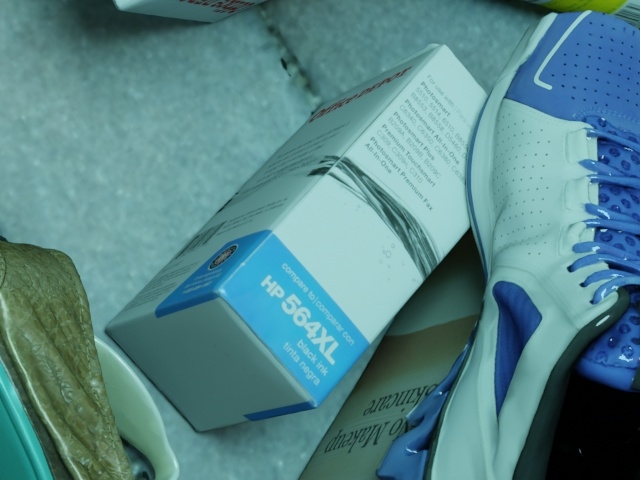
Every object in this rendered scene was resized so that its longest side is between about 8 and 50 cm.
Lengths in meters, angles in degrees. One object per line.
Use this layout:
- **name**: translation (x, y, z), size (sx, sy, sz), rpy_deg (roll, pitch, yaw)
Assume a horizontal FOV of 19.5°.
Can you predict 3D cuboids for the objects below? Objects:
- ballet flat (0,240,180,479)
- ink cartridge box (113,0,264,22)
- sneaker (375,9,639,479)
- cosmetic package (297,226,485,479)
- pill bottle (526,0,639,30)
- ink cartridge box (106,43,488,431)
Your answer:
- **ballet flat**: translation (-0.114, 0.154, 0.965), size (0.124, 0.116, 0.342), rpy_deg (-16, 83, -48)
- **ink cartridge box**: translation (0.021, -0.217, 0.975), size (0.278, 0.201, 0.117), rpy_deg (-21, 90, 12)
- **sneaker**: translation (0.144, 0.034, 0.900), size (0.127, 0.182, 0.315), rpy_deg (26, 69, -21)
- **cosmetic package**: translation (0.080, 0.129, 1.035), size (0.129, 0.153, 0.296), rpy_deg (39, 63, -14)
- **pill bottle**: translation (0.138, -0.206, 1.154), size (0.215, 0.117, 0.117), rpy_deg (13, 74, -25)
- **ink cartridge box**: translation (0.000, 0.000, 1.019), size (0.086, 0.148, 0.203), rpy_deg (49, 62, -11)
